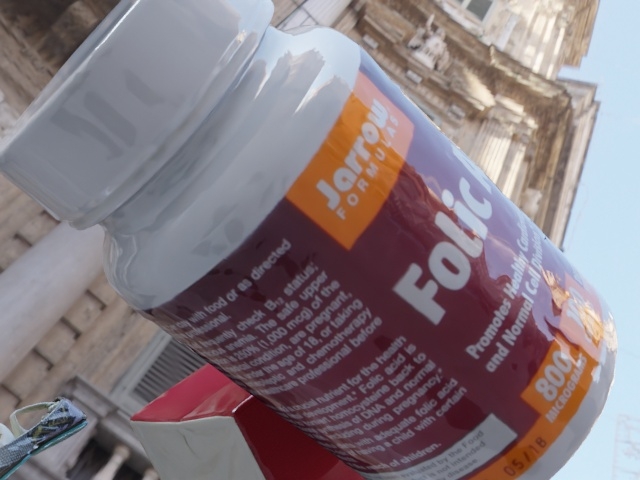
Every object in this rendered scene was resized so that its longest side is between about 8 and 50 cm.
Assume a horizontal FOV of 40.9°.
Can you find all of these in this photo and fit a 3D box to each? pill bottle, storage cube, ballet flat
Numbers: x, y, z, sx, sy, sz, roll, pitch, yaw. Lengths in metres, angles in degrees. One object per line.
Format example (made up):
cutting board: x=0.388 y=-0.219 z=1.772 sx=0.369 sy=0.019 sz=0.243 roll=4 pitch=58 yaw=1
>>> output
pill bottle: x=0.000 y=0.000 z=0.584 sx=0.392 sy=0.224 sz=0.224 roll=41 pitch=-51 yaw=-22
storage cube: x=-0.020 y=0.191 z=0.789 sx=0.184 sy=0.193 sz=0.214 roll=-15 pitch=-78 yaw=49
ballet flat: x=-0.215 y=0.143 z=0.609 sx=0.041 sy=0.114 sz=0.041 roll=8 pitch=-71 yaw=24
